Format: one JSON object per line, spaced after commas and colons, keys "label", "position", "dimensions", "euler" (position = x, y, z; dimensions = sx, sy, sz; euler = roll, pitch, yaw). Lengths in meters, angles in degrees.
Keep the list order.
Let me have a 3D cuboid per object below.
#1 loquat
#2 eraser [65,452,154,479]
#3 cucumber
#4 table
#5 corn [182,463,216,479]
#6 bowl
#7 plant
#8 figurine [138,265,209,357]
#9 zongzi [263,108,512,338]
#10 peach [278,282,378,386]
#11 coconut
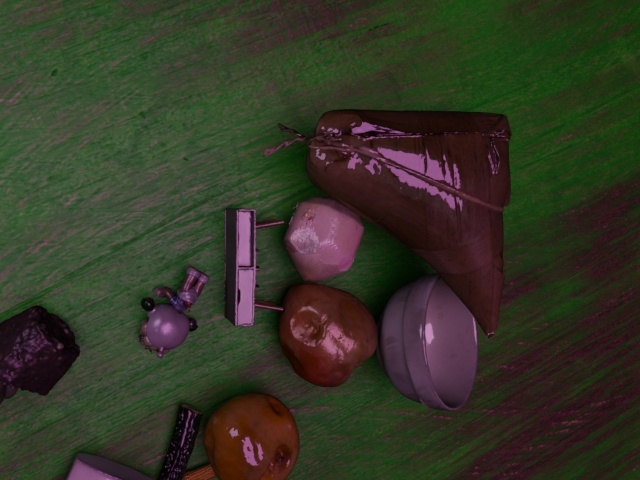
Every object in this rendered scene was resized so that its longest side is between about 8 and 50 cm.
{"label": "loquat", "position": [-0.144, 0.426, 1.451], "dimensions": [0.213, 0.213, 0.213], "euler": [-1, 94, -20]}
{"label": "eraser", "position": [-0.469, 0.590, 1.391], "dimensions": [0.174, 0.095, 0.270], "euler": [25, 84, -11]}
{"label": "cucumber", "position": [-0.300, 0.445, 1.461], "dimensions": [0.058, 0.058, 0.187], "euler": [18, 88, -20]}
{"label": "table", "position": [-0.139, 0.052, 1.459], "dimensions": [0.111, 0.121, 0.240], "euler": [0, 94, -19]}
{"label": "corn", "position": [-0.256, 0.508, 1.494], "dimensions": [0.092, 0.037, 0.037], "euler": [-19, 100, -18]}
{"label": "bowl", "position": [0.232, 0.228, 1.548], "dimensions": [0.307, 0.163, 0.307], "euler": [21, 64, -54]}
{"label": "plant", "position": [-0.598, 0.253, 1.298], "dimensions": [0.274, 0.149, 0.146], "euler": [-36, 130, -8]}
{"label": "figurine", "position": [-0.306, 0.146, 1.426], "dimensions": [0.147, 0.093, 0.197], "euler": [35, 73, -41]}
{"label": "zongzi", "position": [0.142, -0.028, 1.367], "dimensions": [0.499, 0.218, 0.467], "euler": [0, 88, -11]}
{"label": "peach", "position": [0.009, 0.191, 1.493], "dimensions": [0.214, 0.214, 0.235], "euler": [-35, 87, -14]}
{"label": "coconut", "position": [0.000, 0.000, 1.479], "dimensions": [0.170, 0.171, 0.183], "euler": [27, 78, -19]}
